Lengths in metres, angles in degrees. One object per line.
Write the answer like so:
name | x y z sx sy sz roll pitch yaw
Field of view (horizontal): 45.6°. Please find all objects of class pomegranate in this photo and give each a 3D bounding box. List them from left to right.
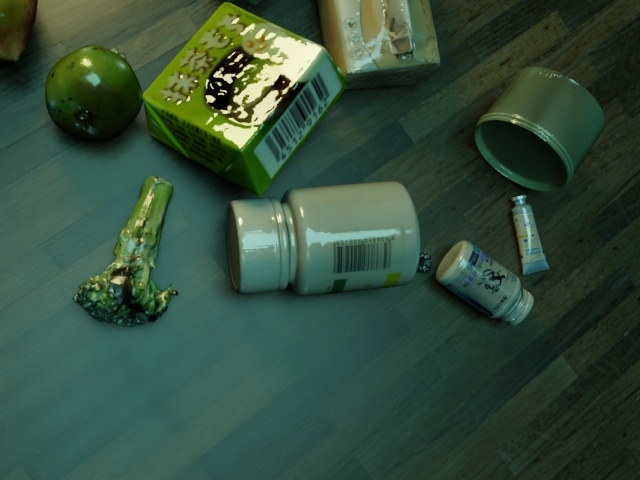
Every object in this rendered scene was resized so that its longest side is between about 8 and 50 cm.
pomegranate | -0.417 -0.289 1.427 0.179 0.180 0.210 18 47 -11

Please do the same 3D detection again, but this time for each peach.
peach | -0.611 -0.430 1.359 0.232 0.232 0.257 -34 102 -17

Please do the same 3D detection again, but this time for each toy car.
toy car | 0.190 0.042 1.595 0.093 0.025 0.041 10 78 -18

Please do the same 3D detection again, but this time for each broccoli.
broccoli | -0.341 0.014 1.416 0.145 0.165 0.304 6 64 18

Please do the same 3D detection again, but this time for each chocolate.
chocolate | -0.150 -0.280 1.441 0.288 0.137 0.301 30 72 22

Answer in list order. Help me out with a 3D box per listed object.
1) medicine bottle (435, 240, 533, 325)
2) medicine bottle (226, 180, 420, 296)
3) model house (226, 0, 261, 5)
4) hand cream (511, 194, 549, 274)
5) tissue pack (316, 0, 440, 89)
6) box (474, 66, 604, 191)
medicine bottle | 0.343 0.093 1.585 0.191 0.107 0.107 35 75 -7
medicine bottle | 0.000 0.000 1.458 0.339 0.208 0.208 -5 83 -13
model house | -0.129 -0.647 1.500 0.230 0.249 0.280 37 75 -6
hand cream | 0.451 -0.014 1.664 0.065 0.043 0.171 -13 90 -11
tissue pack | 0.118 -0.486 1.553 0.238 0.238 0.306 -7 84 -15
box | 0.455 -0.231 1.600 0.226 0.226 0.149 39 74 -6
